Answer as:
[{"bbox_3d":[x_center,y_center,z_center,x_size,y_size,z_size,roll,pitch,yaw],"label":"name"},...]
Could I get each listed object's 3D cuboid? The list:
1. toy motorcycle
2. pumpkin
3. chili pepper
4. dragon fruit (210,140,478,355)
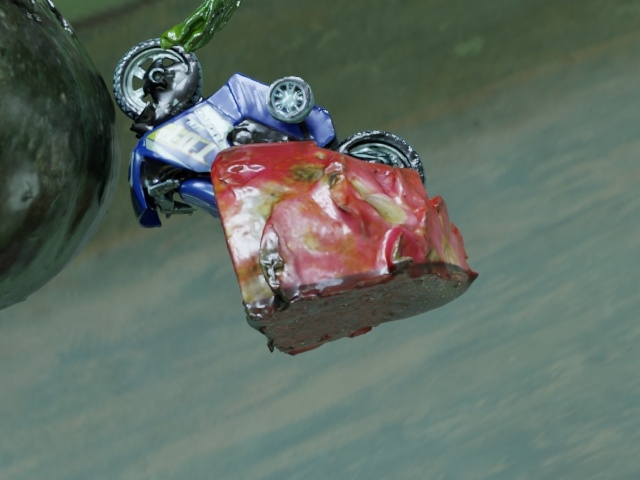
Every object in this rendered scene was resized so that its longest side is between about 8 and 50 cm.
[{"bbox_3d":[-0.060,-0.059,1.732,0.315,0.113,0.169,24,80,13],"label":"toy motorcycle"},{"bbox_3d":[-0.392,-0.120,1.711,0.454,0.454,0.344,23,93,-1],"label":"pumpkin"},{"bbox_3d":[-0.052,-0.135,1.077,0.034,0.030,0.091,23,68,28],"label":"chili pepper"},{"bbox_3d":[0.000,0.000,1.374,0.163,0.261,0.189,-45,83,-1],"label":"dragon fruit"}]
